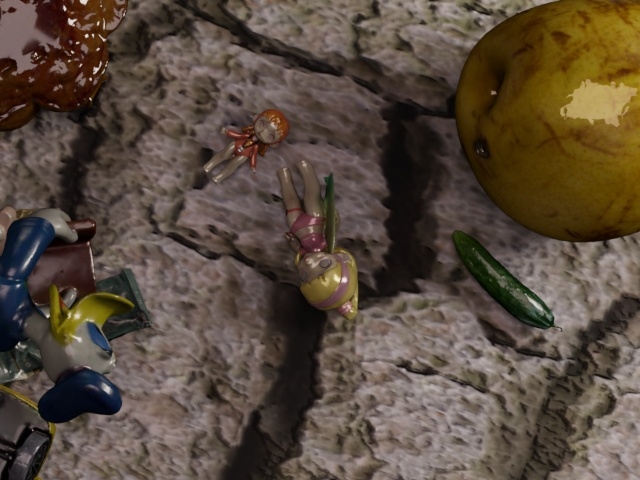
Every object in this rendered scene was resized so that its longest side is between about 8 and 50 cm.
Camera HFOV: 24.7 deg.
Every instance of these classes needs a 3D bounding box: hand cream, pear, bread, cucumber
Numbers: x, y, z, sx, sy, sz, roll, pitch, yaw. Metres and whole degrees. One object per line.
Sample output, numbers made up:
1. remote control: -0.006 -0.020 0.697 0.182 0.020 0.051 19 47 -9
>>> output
1. hand cream: -0.310 0.110 1.604 0.248 0.052 0.075 -24 85 -6
2. pear: 0.286 -0.131 1.564 0.281 0.281 0.280 0 83 -4
3. bread: -0.335 -0.230 1.605 0.247 0.135 0.232 -40 87 -8
4. cucumber: 0.207 0.052 1.651 0.168 0.039 0.039 45 82 5

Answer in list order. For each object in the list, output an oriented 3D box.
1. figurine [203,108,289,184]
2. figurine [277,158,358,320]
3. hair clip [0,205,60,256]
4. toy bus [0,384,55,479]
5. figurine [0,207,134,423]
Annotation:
1. figurine: -0.084 -0.108 1.651 0.109 0.047 0.064 -38 94 2
2. figurine: 0.000 0.000 1.637 0.083 0.083 0.187 -17 72 -6
3. hair clip: -0.392 -0.018 1.616 0.214 0.056 0.062 1 115 -4
4. toy bus: -0.396 0.304 1.525 0.145 0.151 0.331 25 84 6
5. figurine: -0.314 0.077 1.493 0.338 0.283 0.204 37 121 24
